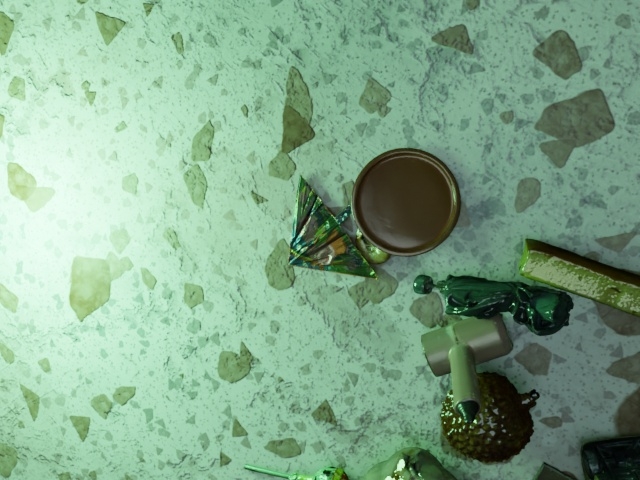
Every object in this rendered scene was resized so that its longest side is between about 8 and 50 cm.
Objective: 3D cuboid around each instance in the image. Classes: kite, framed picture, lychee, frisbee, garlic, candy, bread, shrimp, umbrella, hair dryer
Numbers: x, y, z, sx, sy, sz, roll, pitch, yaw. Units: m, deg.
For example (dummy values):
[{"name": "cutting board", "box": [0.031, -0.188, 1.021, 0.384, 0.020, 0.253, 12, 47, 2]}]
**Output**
[{"name": "kite", "box": [0.000, 0.000, 1.406, 0.234, 0.016, 0.321, -40, 80, 21]}, {"name": "framed picture", "box": [0.562, 0.597, 1.333, 0.149, 0.011, 0.109, 27, 104, 11]}, {"name": "lychee", "box": [0.375, 0.389, 1.270, 0.238, 0.200, 0.200, -33, 87, 29]}, {"name": "frisbee", "box": [0.195, -0.088, 1.321, 0.251, 0.021, 0.250, 0, 88, 6]}, {"name": "garlic", "box": [0.196, 0.642, 1.306, 0.241, 0.322, 0.322, 34, 106, -17]}, {"name": "candy", "box": [-0.069, 0.610, 1.489, 0.305, 0.083, 0.091, 2, 135, 24]}, {"name": "bread", "box": [0.597, 0.093, 1.192, 0.361, 0.138, 0.077, 21, 104, 13]}, {"name": "shrimp", "box": [0.131, -0.023, 1.372, 0.095, 0.045, 0.162, 9, 105, 37]}, {"name": "umbrella", "box": [0.358, 0.128, 1.231, 0.349, 0.143, 0.094, 6, 94, 38]}, {"name": "hair dryer", "box": [0.314, 0.273, 1.192, 0.189, 0.344, 0.106, -22, 104, 17]}]

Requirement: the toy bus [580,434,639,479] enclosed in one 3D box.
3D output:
[{"name": "toy bus", "box": [0.644, 0.555, 1.124, 0.177, 0.365, 0.202, -11, 106, 10]}]
